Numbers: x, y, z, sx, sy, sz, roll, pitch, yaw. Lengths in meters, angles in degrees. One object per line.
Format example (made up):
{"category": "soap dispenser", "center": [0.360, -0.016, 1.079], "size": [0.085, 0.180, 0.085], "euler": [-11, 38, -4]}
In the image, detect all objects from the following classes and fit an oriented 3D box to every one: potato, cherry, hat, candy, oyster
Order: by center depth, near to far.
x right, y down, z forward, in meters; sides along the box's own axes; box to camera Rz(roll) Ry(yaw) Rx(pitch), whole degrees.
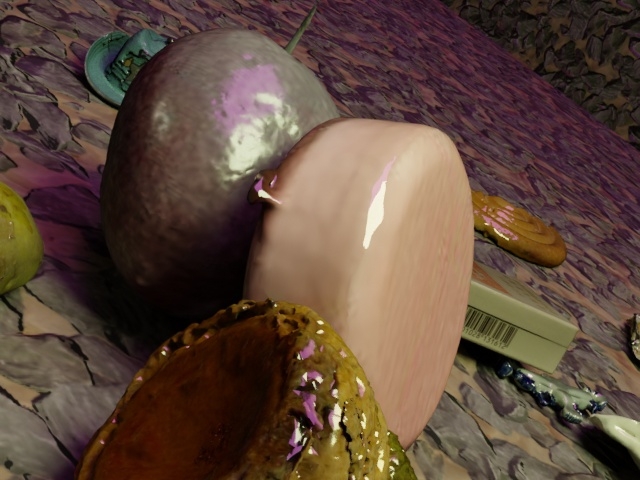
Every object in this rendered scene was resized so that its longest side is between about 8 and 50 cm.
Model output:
{"category": "potato", "center": [-0.233, -0.003, 0.650], "size": [0.091, 0.070, 0.138], "euler": [51, 24, 0]}
{"category": "candy", "center": [0.031, 0.032, 0.690], "size": [0.094, 0.255, 0.255], "euler": [9, 12, 24]}
{"category": "cherry", "center": [-0.077, -0.052, 0.772], "size": [0.184, 0.213, 0.266], "euler": [17, 49, 13]}
{"category": "hat", "center": [-0.184, -0.200, 1.131], "size": [0.138, 0.078, 0.191], "euler": [36, 22, 5]}
{"category": "oyster", "center": [0.453, 0.136, 1.294], "size": [0.108, 0.053, 0.165], "euler": [8, 27, 11]}

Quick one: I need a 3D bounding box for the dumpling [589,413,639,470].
{"category": "dumpling", "center": [0.382, 0.218, 0.966], "size": [0.252, 0.131, 0.179], "euler": [13, -1, 10]}

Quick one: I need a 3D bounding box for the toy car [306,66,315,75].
{"category": "toy car", "center": [-0.072, -0.228, 1.377], "size": [0.142, 0.055, 0.069], "euler": [-7, 34, -43]}

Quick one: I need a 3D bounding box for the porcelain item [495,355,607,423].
{"category": "porcelain item", "center": [0.244, 0.160, 0.997], "size": [0.136, 0.021, 0.075], "euler": [22, 19, -21]}

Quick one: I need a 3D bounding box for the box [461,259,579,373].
{"category": "box", "center": [0.147, 0.056, 1.019], "size": [0.201, 0.058, 0.141], "euler": [23, 12, -19]}

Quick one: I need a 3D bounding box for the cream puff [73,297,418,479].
{"category": "cream puff", "center": [-0.021, 0.146, 0.534], "size": [0.169, 0.183, 0.183], "euler": [50, 12, -28]}

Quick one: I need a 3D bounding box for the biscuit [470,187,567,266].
{"category": "biscuit", "center": [0.271, -0.021, 1.417], "size": [0.224, 0.033, 0.144], "euler": [24, 22, -17]}
